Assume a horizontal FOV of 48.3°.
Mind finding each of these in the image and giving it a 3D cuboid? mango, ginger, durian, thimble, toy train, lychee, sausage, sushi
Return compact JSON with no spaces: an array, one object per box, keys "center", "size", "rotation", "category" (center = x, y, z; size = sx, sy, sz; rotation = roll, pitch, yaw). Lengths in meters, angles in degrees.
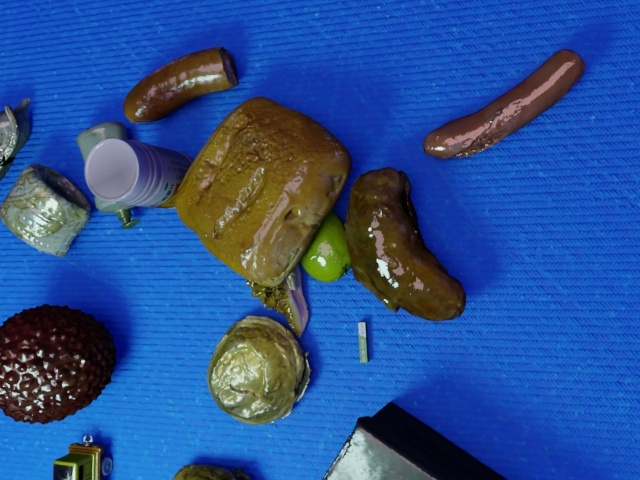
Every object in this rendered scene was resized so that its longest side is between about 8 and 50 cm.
[{"center":[0.000,0.000,1.437],"size":[0.119,0.100,0.178],"rotation":[-32,70,19],"category":"mango"},{"center":[0.143,0.022,1.358],"size":[0.172,0.165,0.321],"rotation":[-29,86,23],"category":"ginger"},{"center":[-0.089,0.099,1.474],"size":[0.140,0.078,0.224],"rotation":[-26,81,16],"category":"durian"},{"center":[-0.620,-0.066,1.619],"size":[0.190,0.137,0.143],"rotation":[43,102,2],"category":"thimble"},{"center":[-0.536,0.548,1.590],"size":[0.089,0.127,0.219],"rotation":[1,89,19],"category":"toy train"},{"center":[-0.593,0.264,1.538],"size":[0.300,0.264,0.264],"rotation":[-9,87,-1],"category":"lychee"},{"center":[0.343,-0.241,1.338],"size":[0.327,0.079,0.087],"rotation":[-32,91,16],"category":"sausage"},{"center":[-0.309,-0.332,1.539],"size":[0.271,0.109,0.108],"rotation":[-23,83,16],"category":"sausage"},{"center":[-0.764,-0.214,1.690],"size":[0.273,0.134,0.109],"rotation":[-39,94,-4],"category":"sushi"}]

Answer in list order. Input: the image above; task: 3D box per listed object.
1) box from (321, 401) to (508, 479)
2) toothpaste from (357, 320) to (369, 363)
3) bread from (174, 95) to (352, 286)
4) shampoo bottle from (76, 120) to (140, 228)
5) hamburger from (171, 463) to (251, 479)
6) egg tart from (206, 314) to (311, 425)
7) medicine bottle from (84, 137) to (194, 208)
[{"center":[0.175,0.505,1.319],"size":[0.345,0.204,0.251],"rotation":[32,100,16],"category":"box"},{"center":[0.087,0.206,1.446],"size":[0.017,0.020,0.083],"rotation":[-3,88,16],"category":"toothpaste"},{"center":[-0.127,-0.117,1.407],"size":[0.337,0.148,0.328],"rotation":[41,103,35],"category":"bread"},{"center":[-0.462,-0.138,1.593],"size":[0.118,0.087,0.234],"rotation":[-19,84,17],"category":"shampoo bottle"},{"center":[-0.228,0.567,1.492],"size":[0.206,0.130,0.183],"rotation":[-3,86,20],"category":"hamburger"},{"center":[-0.145,0.275,1.481],"size":[0.252,0.098,0.231],"rotation":[-18,87,22],"category":"egg tart"},{"center":[-0.361,-0.135,1.475],"size":[0.133,0.250,0.133],"rotation":[-1,88,17],"category":"medicine bottle"}]
